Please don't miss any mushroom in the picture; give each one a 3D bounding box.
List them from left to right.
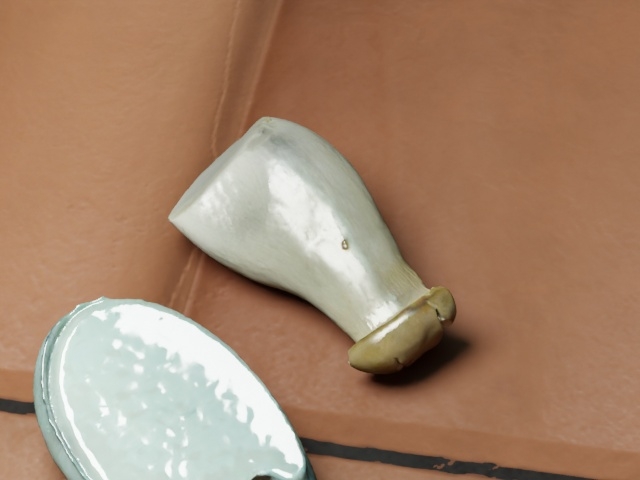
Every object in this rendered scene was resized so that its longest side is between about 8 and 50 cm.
[{"bbox_3d":[0.000,0.000,1.275,0.225,0.093,0.116,37,79,19],"label":"mushroom"}]

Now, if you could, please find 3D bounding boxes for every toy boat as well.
[{"bbox_3d":[-0.098,0.125,1.189,0.134,0.079,0.208,-40,69,-18],"label":"toy boat"}]
